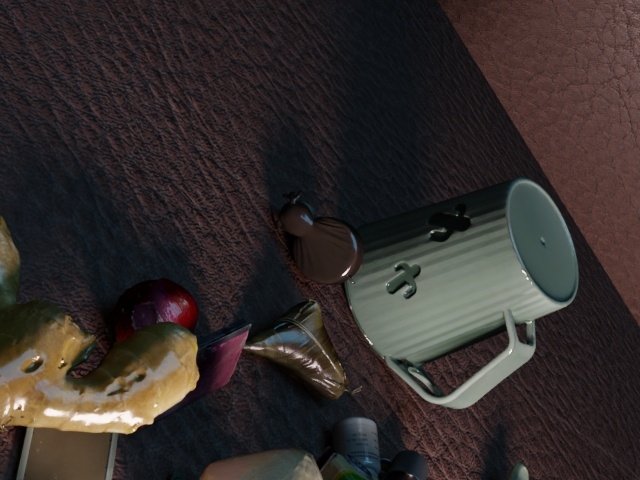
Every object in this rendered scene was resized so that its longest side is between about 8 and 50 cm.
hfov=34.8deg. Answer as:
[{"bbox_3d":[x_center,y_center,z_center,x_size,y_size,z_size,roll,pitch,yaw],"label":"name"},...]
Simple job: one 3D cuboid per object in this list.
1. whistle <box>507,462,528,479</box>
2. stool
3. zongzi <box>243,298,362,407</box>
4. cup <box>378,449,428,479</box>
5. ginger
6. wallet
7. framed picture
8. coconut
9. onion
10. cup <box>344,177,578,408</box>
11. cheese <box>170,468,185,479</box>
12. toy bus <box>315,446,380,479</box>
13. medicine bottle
[{"bbox_3d":[0.383,0.553,2.062,0.253,0.105,0.102,-62,150,-47],"label":"whistle"},{"bbox_3d":[0.000,0.000,1.924,0.217,0.125,0.121,46,11,9],"label":"stool"},{"bbox_3d":[-0.040,0.217,1.729,0.184,0.084,0.187,-32,97,-46],"label":"zongzi"},{"bbox_3d":[0.144,0.422,1.844,0.100,0.078,0.077,30,26,5],"label":"cup"},{"bbox_3d":[-0.350,0.166,1.229,0.363,0.122,0.348,39,45,-14],"label":"ginger"},{"bbox_3d":[-0.186,0.194,1.492,0.025,0.119,0.232,32,24,19],"label":"wallet"},{"bbox_3d":[-0.323,0.278,1.304,0.142,0.011,0.183,37,38,-36],"label":"framed picture"},{"bbox_3d":[-0.078,0.384,1.354,0.224,0.224,0.234,43,72,-28],"label":"coconut"},{"bbox_3d":[-0.237,0.117,1.454,0.131,0.131,0.131,36,39,-36],"label":"onion"},{"bbox_3d":[0.288,0.102,2.016,0.310,0.392,0.401,-21,89,-54],"label":"cup"},{"bbox_3d":[-0.211,0.364,1.388,0.067,0.026,0.120,60,30,-4],"label":"cheese"},{"bbox_3d":[0.099,0.469,1.585,0.305,0.143,0.179,40,-1,-35],"label":"toy bus"},{"bbox_3d":[0.062,0.374,1.740,0.080,0.080,0.130,31,42,-41],"label":"medicine bottle"}]
